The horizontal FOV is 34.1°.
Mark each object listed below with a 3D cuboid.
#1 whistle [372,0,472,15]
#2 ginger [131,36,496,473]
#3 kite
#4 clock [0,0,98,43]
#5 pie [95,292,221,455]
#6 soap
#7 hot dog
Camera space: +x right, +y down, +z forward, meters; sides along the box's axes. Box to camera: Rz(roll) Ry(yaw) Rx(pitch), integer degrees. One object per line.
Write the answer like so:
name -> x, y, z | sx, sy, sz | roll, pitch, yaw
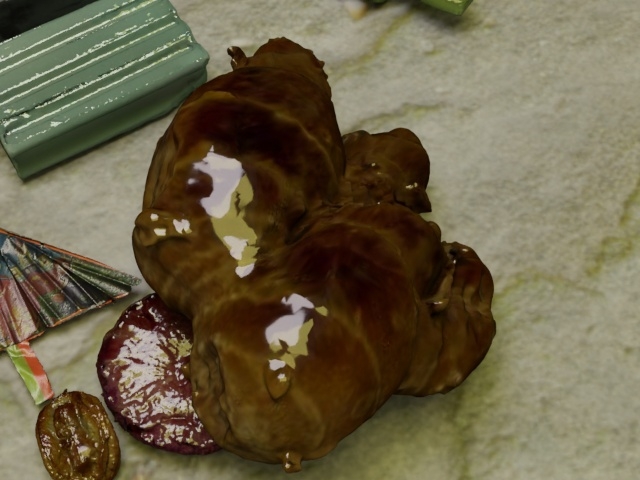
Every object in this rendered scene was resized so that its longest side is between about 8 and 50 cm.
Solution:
whistle -> 0.050, -0.288, 1.017 | 0.227, 0.085, 0.105 | 35, 76, 14
ginger -> -0.007, -0.009, 0.810 | 0.274, 0.152, 0.357 | -15, 61, -22
kite -> -0.272, 0.063, 0.864 | 0.241, 0.014, 0.183 | -29, 67, -13
clock -> -0.327, -0.335, 1.037 | 0.325, 0.067, 0.325 | 1, 62, -2
pie -> -0.103, 0.101, 0.840 | 0.155, 0.036, 0.154 | 1, 63, -2
soap -> -0.211, -0.149, 0.947 | 0.198, 0.063, 0.114 | -28, 69, -15
hot dog -> -0.188, 0.155, 0.810 | 0.058, 0.035, 0.083 | -24, 66, -10
